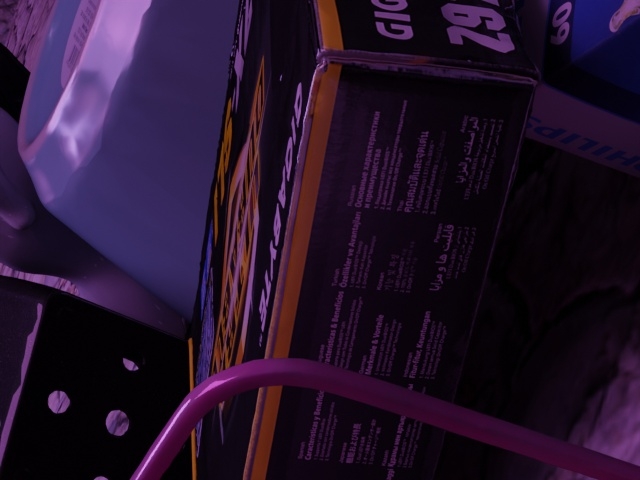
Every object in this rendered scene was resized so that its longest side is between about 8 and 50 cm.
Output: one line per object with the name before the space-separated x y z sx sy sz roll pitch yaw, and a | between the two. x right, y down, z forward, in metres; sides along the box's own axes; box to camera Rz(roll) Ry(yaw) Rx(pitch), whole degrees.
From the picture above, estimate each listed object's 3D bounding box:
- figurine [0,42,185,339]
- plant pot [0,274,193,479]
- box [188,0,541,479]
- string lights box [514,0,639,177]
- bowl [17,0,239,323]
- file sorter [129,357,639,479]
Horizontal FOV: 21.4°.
figurine | -0.180 -0.024 1.179 0.092 0.209 0.215 -46 25 11
plant pot | -0.163 0.122 1.043 0.167 0.188 0.187 -17 54 52
box | 0.000 0.000 0.708 0.257 0.079 0.322 -95 13 -54
string lights box | 0.153 -0.125 0.529 0.260 0.077 0.133 146 138 -61
bowl | -0.078 -0.105 1.030 0.311 0.163 0.311 -54 26 41
file sorter | 0.013 0.204 0.432 0.202 0.182 0.290 -57 23 36
